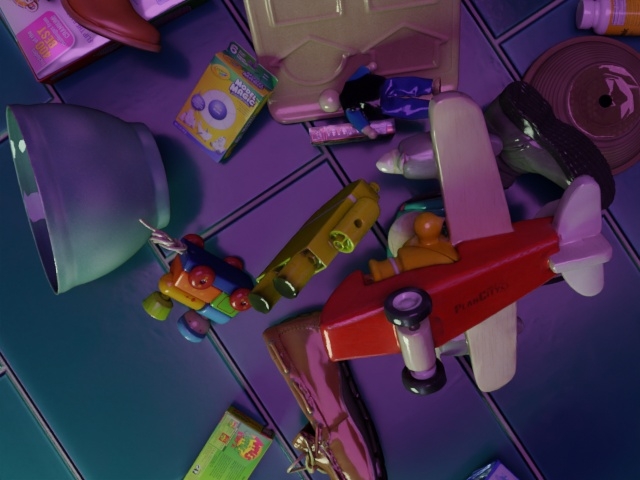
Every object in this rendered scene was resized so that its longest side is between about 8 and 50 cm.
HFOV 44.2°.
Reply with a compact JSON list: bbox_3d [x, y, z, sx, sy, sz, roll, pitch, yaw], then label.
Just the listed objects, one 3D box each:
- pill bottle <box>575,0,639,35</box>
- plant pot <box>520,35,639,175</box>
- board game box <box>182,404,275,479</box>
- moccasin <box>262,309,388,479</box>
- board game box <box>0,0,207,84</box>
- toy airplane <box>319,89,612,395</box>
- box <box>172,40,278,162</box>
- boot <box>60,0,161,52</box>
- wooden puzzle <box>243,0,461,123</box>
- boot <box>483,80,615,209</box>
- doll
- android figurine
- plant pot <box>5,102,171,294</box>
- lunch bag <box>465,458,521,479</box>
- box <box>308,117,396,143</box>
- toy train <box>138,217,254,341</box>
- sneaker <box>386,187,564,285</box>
[{"bbox_3d":[0.476,-0.364,1.268,0.116,0.065,0.065,3,92,3],"label":"pill bottle"},{"bbox_3d":[0.437,-0.215,1.253,0.237,0.110,0.237,0,91,2],"label":"plant pot"},{"bbox_3d":[-0.164,0.382,1.329,0.092,0.043,0.181,32,93,1],"label":"board game box"},{"bbox_3d":[0.009,0.307,1.272,0.147,0.139,0.380,-22,90,4],"label":"moccasin"},{"bbox_3d":[-0.376,-0.437,1.295,0.316,0.064,0.242,-27,94,3],"label":"board game box"},{"bbox_3d":[0.206,0.021,1.109,0.384,0.272,0.386,19,103,-34],"label":"toy airplane"},{"bbox_3d":[-0.153,-0.223,1.269,0.105,0.043,0.179,41,123,1],"label":"box"},{"bbox_3d":[-0.326,-0.437,1.211,0.283,0.109,0.220,34,99,10],"label":"boot"},{"bbox_3d":[0.051,-0.353,1.209,0.322,0.348,0.080,-8,48,2],"label":"wooden puzzle"},{"bbox_3d":[0.336,-0.124,1.246,0.083,0.161,0.246,-37,84,-32],"label":"boot"},{"bbox_3d":[0.089,-0.215,1.217,0.189,0.046,0.129,3,75,11],"label":"doll"},{"bbox_3d":[0.000,0.000,1.219,0.056,0.248,0.273,47,52,-7],"label":"android figurine"},{"bbox_3d":[-0.352,-0.083,1.226,0.196,0.293,0.293,-16,91,-24],"label":"plant pot"},{"bbox_3d":[0.282,0.449,1.287,0.129,0.096,0.151,43,103,1],"label":"lunch bag"},{"bbox_3d":[0.051,-0.175,1.278,0.137,0.094,0.027,-6,93,2],"label":"box"},{"bbox_3d":[-0.232,0.066,1.248,0.143,0.105,0.248,-45,129,14],"label":"toy train"},{"bbox_3d":[0.254,-0.023,1.266,0.295,0.124,0.178,1,101,4],"label":"sneaker"}]
